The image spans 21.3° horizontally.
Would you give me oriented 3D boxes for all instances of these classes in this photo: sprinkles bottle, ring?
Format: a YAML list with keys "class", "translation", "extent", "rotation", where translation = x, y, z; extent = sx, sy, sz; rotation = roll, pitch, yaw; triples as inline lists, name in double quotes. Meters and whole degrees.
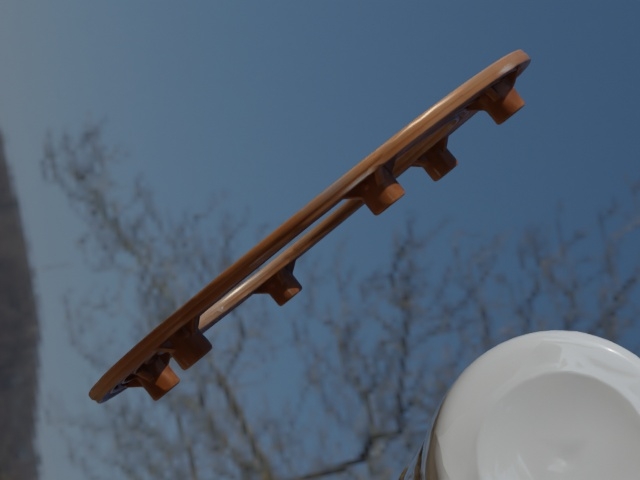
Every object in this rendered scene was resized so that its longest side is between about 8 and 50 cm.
- class: "sprinkles bottle"
  translation: [0.104, 0.139, 0.922]
  extent: [0.355, 0.121, 0.121]
  rotation: [95, -18, -76]
- class: "ring"
  translation: [0.000, 0.000, 1.036]
  extent: [0.032, 0.336, 0.336]
  rotation: [51, -19, 2]
